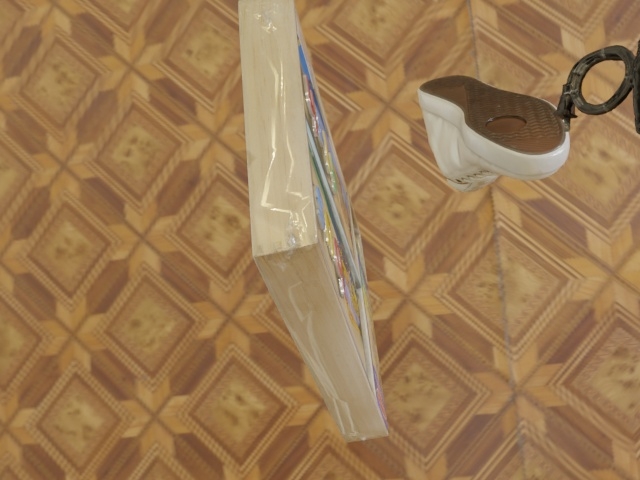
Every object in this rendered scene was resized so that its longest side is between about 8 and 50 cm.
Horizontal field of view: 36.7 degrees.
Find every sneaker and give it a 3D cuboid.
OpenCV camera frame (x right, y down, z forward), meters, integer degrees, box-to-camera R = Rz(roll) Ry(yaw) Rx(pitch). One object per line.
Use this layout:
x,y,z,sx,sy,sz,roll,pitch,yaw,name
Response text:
0.201,-0.102,1.102,0.106,0.290,0.123,-14,114,-9,sneaker

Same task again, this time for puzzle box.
0.000,0.000,0.936,0.052,0.409,0.272,-10,58,7,puzzle box

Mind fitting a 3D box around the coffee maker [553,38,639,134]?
0.265,-0.070,0.571,0.171,0.178,0.120,23,87,43,coffee maker
